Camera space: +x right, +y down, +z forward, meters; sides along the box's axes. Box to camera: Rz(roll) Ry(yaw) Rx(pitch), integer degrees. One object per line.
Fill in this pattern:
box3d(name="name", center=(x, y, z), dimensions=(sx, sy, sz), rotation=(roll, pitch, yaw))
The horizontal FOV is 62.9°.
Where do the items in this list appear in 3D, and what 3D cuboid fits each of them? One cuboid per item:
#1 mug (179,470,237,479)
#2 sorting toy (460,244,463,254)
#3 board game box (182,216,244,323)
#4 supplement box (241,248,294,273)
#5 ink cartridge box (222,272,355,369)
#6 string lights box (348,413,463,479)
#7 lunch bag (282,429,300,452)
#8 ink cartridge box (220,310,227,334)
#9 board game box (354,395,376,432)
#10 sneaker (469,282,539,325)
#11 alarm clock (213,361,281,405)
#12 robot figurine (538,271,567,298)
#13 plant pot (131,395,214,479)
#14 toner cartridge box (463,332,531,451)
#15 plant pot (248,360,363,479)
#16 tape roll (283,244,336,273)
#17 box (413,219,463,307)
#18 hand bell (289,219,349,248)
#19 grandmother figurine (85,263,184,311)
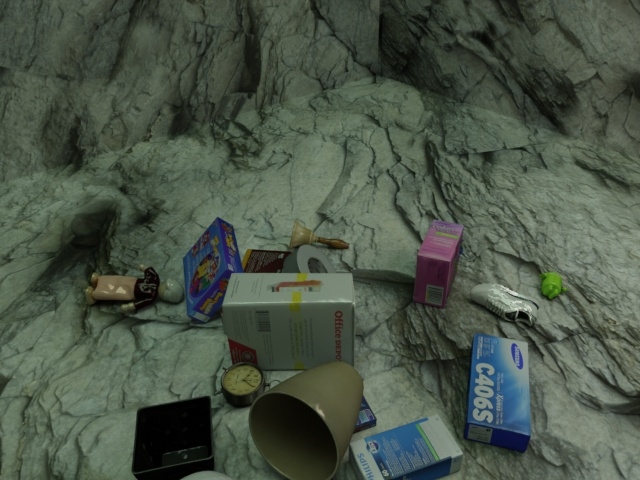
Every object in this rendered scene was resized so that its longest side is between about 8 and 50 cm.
box3d(name="mug", center=(-0.244, 0.684, 1.053), dimensions=(0.374, 0.276, 0.328), rotation=(-44, 39, -5))
box3d(name="sorting toy", center=(0.548, 0.030, 2.121), dimensions=(0.061, 0.042, 0.102), rotation=(14, 38, 22))
box3d(name="board game box", center=(-0.399, 0.099, 1.913), dimensions=(0.078, 0.233, 0.347), rotation=(32, 19, -32))
box3d(name="supplement box", center=(-0.191, 0.141, 1.920), dimensions=(0.194, 0.129, 0.191), rotation=(3, 35, 7))
box3d(name="ink cartridge box", center=(-0.087, 0.253, 1.625), dimensions=(0.385, 0.279, 0.160), rotation=(0, 33, 2))
box3d(name="string lights box", center=(0.216, 0.555, 1.345), dimensions=(0.260, 0.076, 0.133), rotation=(-12, 35, -14))
box3d(name="lunch bag", center=(-0.095, 0.542, 1.403), dimensions=(0.083, 0.053, 0.071), rotation=(23, 42, 18))
box3d(name="ink cartridge box", center=(-0.273, 0.251, 1.790), dimensions=(0.056, 0.099, 0.135), rotation=(16, 39, 25))
box3d(name="board game box", center=(0.059, 0.468, 1.515), dimensions=(0.136, 0.035, 0.201), rotation=(-13, 36, -15))
box3d(name="sneaker", center=(0.629, 0.221, 1.808), dimensions=(0.235, 0.090, 0.095), rotation=(14, 47, 25))
box3d(name="alarm clock", center=(-0.211, 0.430, 1.559), dimensions=(0.192, 0.064, 0.129), rotation=(0, 34, 7))
box3d(name="robot figurine", center=(0.838, 0.159, 1.896), dimensions=(0.101, 0.067, 0.115), rotation=(35, 42, 3))
box3d(name="plant pot", center=(-0.356, 0.534, 1.326), dimensions=(0.188, 0.167, 0.187), rotation=(-9, 36, -9))
box3d(name="toner cartridge box", center=(0.514, 0.426, 1.519), dimensions=(0.165, 0.075, 0.348), rotation=(9, 36, 13))
box3d(name="plant pot", center=(-0.001, 0.435, 1.357), dimensions=(0.256, 0.256, 0.274), rotation=(18, 25, 26))
box3d(name="tape roll", center=(-0.030, 0.125, 1.866), dimensions=(0.072, 0.219, 0.219), rotation=(-36, 23, 28))
box3d(name="box", center=(0.430, 0.082, 1.901), dimensions=(0.117, 0.213, 0.243), rotation=(12, 36, 19))
box3d(name="hand bell", center=(0.000, 0.000, 2.168), dimensions=(0.242, 0.126, 0.126), rotation=(13, 35, -2))
box3d(name="grandmother figurine", center=(-0.672, 0.177, 1.931), dimensions=(0.342, 0.104, 0.207), rotation=(4, 62, 4))
